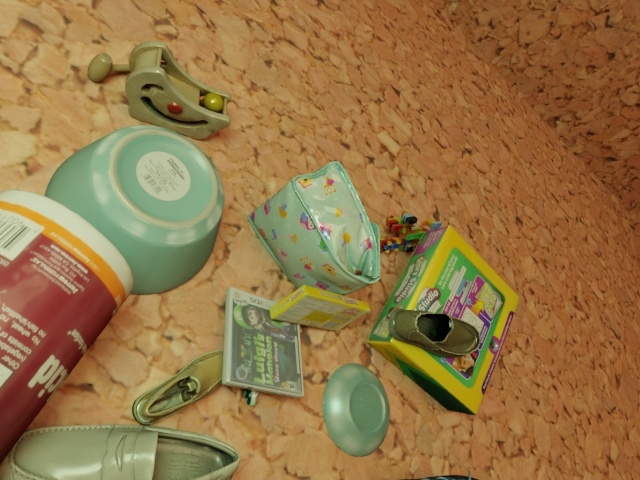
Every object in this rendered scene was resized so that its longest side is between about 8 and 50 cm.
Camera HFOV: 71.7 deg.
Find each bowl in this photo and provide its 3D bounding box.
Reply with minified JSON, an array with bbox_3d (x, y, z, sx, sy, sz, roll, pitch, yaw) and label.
[{"bbox_3d":[-0.296,-0.074,0.779,0.311,0.163,0.312,17,60,-33],"label":"bowl"}]

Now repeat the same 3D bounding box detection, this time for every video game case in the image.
[{"bbox_3d":[-0.108,0.198,0.859,0.173,0.022,0.190,25,43,-34],"label":"video game case"}]

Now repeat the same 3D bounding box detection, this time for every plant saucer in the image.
[{"bbox_3d":[0.092,0.366,0.968,0.195,0.037,0.195,17,59,-31],"label":"plant saucer"}]

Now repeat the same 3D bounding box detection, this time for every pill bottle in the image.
[{"bbox_3d":[-0.430,0.144,0.521,0.224,0.224,0.392,40,50,-17],"label":"pill bottle"}]

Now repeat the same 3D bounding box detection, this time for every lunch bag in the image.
[{"bbox_3d":[0.000,0.000,0.940,0.160,0.223,0.262,-31,91,-37],"label":"lunch bag"}]

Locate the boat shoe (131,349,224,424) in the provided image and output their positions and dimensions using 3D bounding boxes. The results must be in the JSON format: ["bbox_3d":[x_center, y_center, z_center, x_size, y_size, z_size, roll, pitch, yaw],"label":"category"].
[{"bbox_3d":[-0.216,0.245,0.749,0.190,0.072,0.068,-31,90,-44],"label":"boat shoe"}]

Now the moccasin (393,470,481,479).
[{"bbox_3d":[0.239,0.550,0.892,0.341,0.117,0.138,5,61,-21],"label":"moccasin"}]

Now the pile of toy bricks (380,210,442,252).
[{"bbox_3d":[0.236,-0.038,1.251,0.212,0.118,0.105,-8,36,-31],"label":"pile of toy bricks"}]

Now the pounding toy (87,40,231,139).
[{"bbox_3d":[-0.310,-0.333,0.896,0.269,0.154,0.155,14,61,-34],"label":"pounding toy"}]

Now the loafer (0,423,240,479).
[{"bbox_3d":[-0.269,0.311,0.635,0.319,0.111,0.112,21,35,-33],"label":"loafer"}]

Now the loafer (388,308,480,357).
[{"bbox_3d":[0.274,0.212,0.999,0.251,0.087,0.094,15,73,-25],"label":"loafer"}]

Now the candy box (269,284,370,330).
[{"bbox_3d":[0.003,0.146,0.928,0.206,0.105,0.027,22,38,-44],"label":"candy box"}]

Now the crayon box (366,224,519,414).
[{"bbox_3d":[0.331,0.200,1.147,0.313,0.106,0.363,42,63,-15],"label":"crayon box"}]

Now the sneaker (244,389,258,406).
[{"bbox_3d":[-0.109,0.267,0.850,0.069,0.038,0.098,16,60,-32],"label":"sneaker"}]
